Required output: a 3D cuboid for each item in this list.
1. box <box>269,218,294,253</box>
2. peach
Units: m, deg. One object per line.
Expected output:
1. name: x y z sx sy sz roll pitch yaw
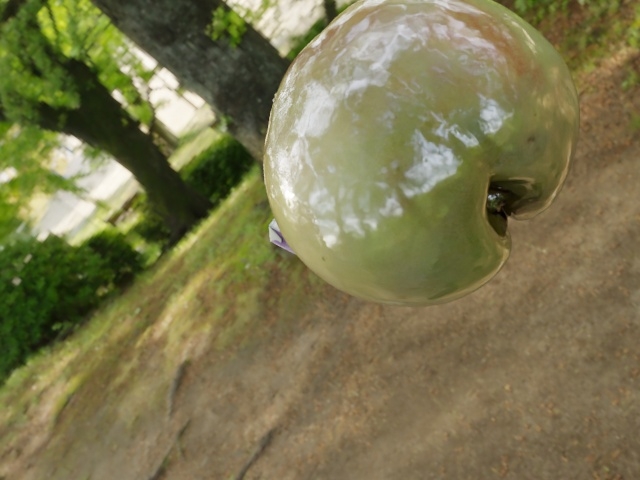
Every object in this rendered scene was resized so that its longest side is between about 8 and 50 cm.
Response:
1. box: 0.000 0.000 1.056 0.050 0.117 0.036 -52 -20 -29
2. peach: 0.079 -0.089 0.815 0.292 0.247 0.292 -4 82 33
